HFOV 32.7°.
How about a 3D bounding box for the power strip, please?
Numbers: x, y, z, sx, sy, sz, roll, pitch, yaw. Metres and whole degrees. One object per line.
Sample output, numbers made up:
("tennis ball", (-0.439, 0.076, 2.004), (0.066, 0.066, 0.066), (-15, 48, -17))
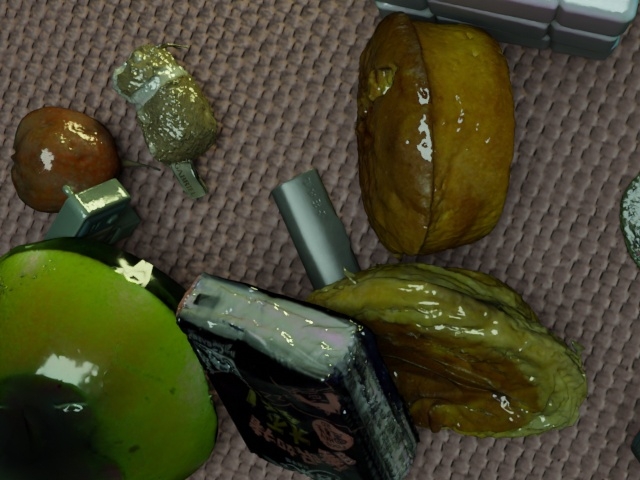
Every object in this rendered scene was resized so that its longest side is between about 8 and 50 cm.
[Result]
("power strip", (-0.317, -0.011, 1.483), (0.061, 0.145, 0.215), (52, 133, 10))

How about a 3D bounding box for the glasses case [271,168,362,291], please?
("glasses case", (0.001, 0.001, 1.487), (0.072, 0.042, 0.190), (-24, 87, 1))

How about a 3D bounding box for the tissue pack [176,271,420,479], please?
("tissue pack", (-0.024, 0.182, 1.341), (0.245, 0.332, 0.123), (17, 59, 29))

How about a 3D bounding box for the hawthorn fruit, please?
("hawthorn fruit", (-0.335, -0.114, 1.485), (0.189, 0.149, 0.149), (-12, 89, 9))

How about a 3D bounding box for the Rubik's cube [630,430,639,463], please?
("Rubik's cube", (0.543, 0.240, 1.307), (0.238, 0.237, 0.237), (35, 94, 6))

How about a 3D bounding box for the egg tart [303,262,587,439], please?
("egg tart", (0.138, 0.116, 1.361), (0.352, 0.339, 0.153), (-15, 45, 43))

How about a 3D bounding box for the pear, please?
("pear", (-0.326, 0.210, 1.404), (0.399, 0.165, 0.398), (7, 118, 12))

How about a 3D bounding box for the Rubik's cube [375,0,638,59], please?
("Rubik's cube", (0.239, -0.415, 1.306), (0.319, 0.316, 0.321), (13, 91, 9))

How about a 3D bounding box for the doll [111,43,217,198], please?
("doll", (-0.202, -0.163, 1.481), (0.115, 0.105, 0.221), (-22, 85, 2))

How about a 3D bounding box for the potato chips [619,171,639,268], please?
("potato chips", (0.504, -0.028, 1.414), (0.220, 0.029, 0.202), (-17, 85, 10))

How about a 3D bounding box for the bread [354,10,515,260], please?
("bread", (0.133, -0.133, 1.349), (0.172, 0.312, 0.312), (-4, 90, -7))
